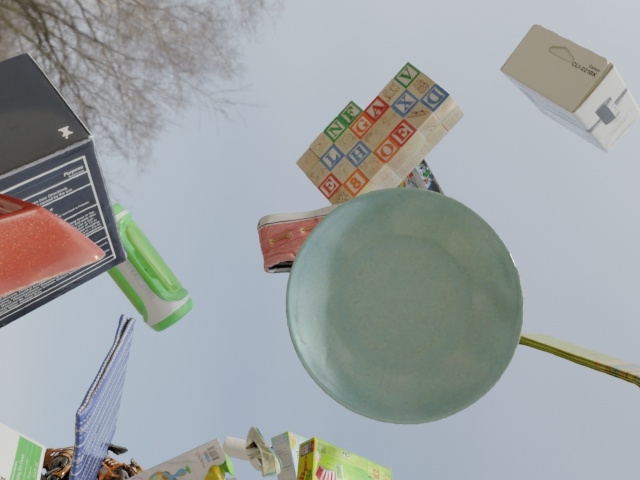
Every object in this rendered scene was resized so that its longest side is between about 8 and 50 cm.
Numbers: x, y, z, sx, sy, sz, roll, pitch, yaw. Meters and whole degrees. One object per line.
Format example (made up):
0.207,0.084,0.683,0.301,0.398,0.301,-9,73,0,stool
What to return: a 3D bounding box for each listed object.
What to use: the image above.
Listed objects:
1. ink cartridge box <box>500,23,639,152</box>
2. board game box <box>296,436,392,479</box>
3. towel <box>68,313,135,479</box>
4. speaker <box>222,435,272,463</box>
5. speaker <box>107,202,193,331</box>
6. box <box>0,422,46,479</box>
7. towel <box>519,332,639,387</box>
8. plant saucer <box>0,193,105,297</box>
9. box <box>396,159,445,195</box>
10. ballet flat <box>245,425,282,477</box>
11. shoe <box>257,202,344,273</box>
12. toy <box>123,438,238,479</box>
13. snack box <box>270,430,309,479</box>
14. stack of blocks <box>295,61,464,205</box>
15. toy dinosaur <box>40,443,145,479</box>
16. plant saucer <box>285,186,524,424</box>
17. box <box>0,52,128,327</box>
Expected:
0.532,-0.315,1.164,0.114,0.272,0.197,-54,-128,17,ink cartridge box
0.044,0.408,0.924,0.043,0.181,0.092,-39,-148,35,board game box
-0.406,0.328,0.992,0.243,0.040,0.336,-88,-164,-58,towel
-0.208,0.594,1.558,0.136,0.055,0.055,9,-97,8,speaker
-0.425,0.065,1.282,0.131,0.131,0.297,-24,-75,39,speaker
-0.422,0.309,0.700,0.102,0.087,0.101,-43,-150,3,box
0.444,0.196,0.905,0.237,0.102,0.021,16,-84,53,towel
-0.340,0.010,0.402,0.258,0.259,0.048,13,-62,40,plant saucer
0.264,-0.126,1.509,0.233,0.044,0.159,65,-24,16,box
-0.138,0.460,1.207,0.168,0.052,0.057,18,-61,62,ballet flat
0.000,0.000,0.793,0.063,0.177,0.081,90,-9,-65,shoe
-0.277,0.471,1.053,0.237,0.137,0.056,-22,-167,0,toy
-0.066,0.701,1.665,0.070,0.174,0.207,-26,-125,13,snack box
0.112,-0.199,1.094,0.297,0.087,0.171,-47,-124,12,stack of blocks
-0.534,0.521,1.172,0.321,0.164,0.218,-13,-152,25,toy dinosaur
0.069,0.053,0.469,0.194,0.037,0.195,-1,-100,7,plant saucer
-0.445,-0.037,0.720,0.183,0.296,0.294,49,-28,18,box
